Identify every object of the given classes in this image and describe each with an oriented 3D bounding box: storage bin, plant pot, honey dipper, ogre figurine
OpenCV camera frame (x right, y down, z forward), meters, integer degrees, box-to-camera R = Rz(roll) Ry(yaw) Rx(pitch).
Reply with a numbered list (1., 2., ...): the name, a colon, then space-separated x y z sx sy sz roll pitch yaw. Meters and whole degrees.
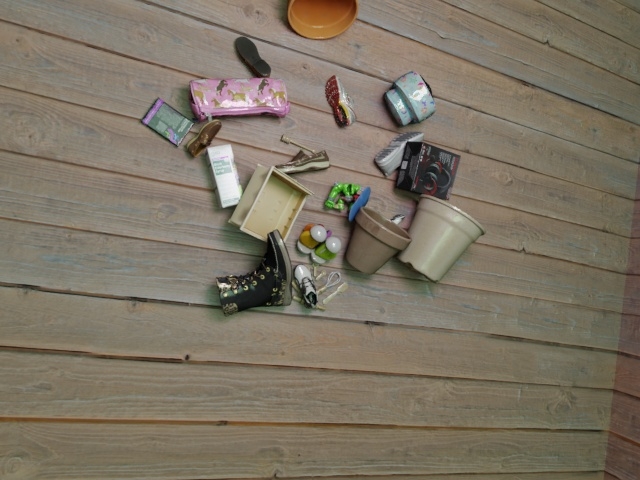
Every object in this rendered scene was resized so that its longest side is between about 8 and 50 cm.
1. storage bin: -0.186 -0.126 1.673 0.260 0.123 0.263 29 86 -42
2. plant pot: 0.002 -1.013 1.729 0.290 0.291 0.204 0 74 -19
3. plant pot: 0.509 0.011 1.890 0.333 0.334 0.306 32 90 -17
4. plant pot: 0.224 0.017 1.811 0.262 0.263 0.229 27 105 -17
5. honey dipper: -0.091 -0.413 1.810 0.160 0.030 0.031 18 84 -21
6. ogre figurine: 0.118 -0.194 1.849 0.196 0.097 0.118 7 99 -8

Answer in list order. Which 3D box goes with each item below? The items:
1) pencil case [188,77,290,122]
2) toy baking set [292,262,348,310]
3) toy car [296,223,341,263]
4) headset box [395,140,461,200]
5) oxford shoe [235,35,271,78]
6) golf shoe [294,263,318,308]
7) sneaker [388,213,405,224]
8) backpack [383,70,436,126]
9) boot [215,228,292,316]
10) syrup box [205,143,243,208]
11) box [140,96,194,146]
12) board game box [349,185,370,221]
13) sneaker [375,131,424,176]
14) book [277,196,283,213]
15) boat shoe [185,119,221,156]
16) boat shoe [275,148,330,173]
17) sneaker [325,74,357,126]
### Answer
1. pencil case: -0.317 -0.556 1.663 0.385 0.160 0.167 -10 97 -20
2. toy baking set: -0.003 0.205 1.837 0.256 0.030 0.197 27 81 -17
3. toy car: 0.000 0.000 1.795 0.182 0.159 0.136 37 42 -15
4. headset box: 0.505 -0.313 1.931 0.293 0.110 0.218 9 98 -35
5. oxford shoe: -0.280 -0.739 1.728 0.076 0.076 0.212 -32 84 -15
6. golf shoe: -0.051 0.188 1.763 0.077 0.094 0.198 -20 86 -17
7. sneaker: 0.348 -0.088 1.963 0.109 0.040 0.044 -26 114 -14
8. backpack: 0.400 -0.624 1.869 0.191 0.253 0.225 -32 102 3
9. boot: -0.259 0.141 1.628 0.283 0.138 0.378 -12 135 -14
10. syrup box: -0.380 -0.252 1.672 0.093 0.096 0.237 -15 96 -21
11. box: -0.591 -0.456 1.634 0.162 0.029 0.116 35 80 -15
12. board game box: 0.157 -0.161 1.808 0.033 0.133 0.169 31 74 20
13. sneaker: 0.371 -0.407 1.954 0.281 0.105 0.115 -38 125 -14
14. book: -0.233 -0.173 1.758 0.144 0.035 0.097 14 89 -19
15. boat shoe: -0.442 -0.392 1.629 0.178 0.064 0.060 -39 69 17
16. boat shoe: -0.081 -0.336 1.782 0.257 0.095 0.095 -14 98 -31
17. sneaker: 0.093 -0.615 1.858 0.092 0.088 0.226 -24 98 -39
